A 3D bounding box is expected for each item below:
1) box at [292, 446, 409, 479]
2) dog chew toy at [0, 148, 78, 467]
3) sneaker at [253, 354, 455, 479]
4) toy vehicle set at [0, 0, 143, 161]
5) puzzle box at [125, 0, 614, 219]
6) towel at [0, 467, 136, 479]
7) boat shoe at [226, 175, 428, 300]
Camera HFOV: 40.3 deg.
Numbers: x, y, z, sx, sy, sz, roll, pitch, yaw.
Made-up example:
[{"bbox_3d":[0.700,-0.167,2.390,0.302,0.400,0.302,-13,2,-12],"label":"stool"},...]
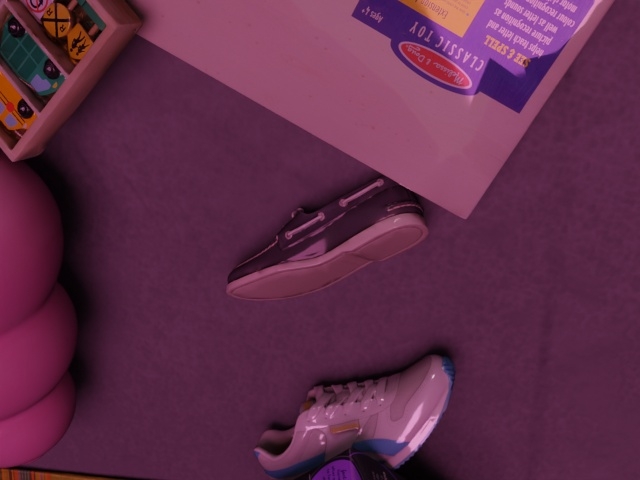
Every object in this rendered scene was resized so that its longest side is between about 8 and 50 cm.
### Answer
[{"bbox_3d":[0.068,0.335,0.807,0.143,0.165,0.270,-36,126,24],"label":"box"},{"bbox_3d":[-0.322,0.075,0.817,0.207,0.206,0.331,-2,121,12],"label":"dog chew toy"},{"bbox_3d":[0.032,0.177,0.844,0.229,0.087,0.092,-41,99,21],"label":"sneaker"},{"bbox_3d":[-0.283,-0.218,0.721,0.267,0.035,0.166,50,118,5],"label":"toy vehicle set"},{"bbox_3d":[0.010,-0.224,0.679,0.409,0.052,0.272,30,120,-1],"label":"puzzle box"},{"bbox_3d":[-0.275,0.311,0.997,0.237,0.021,0.102,2,114,10],"label":"towel"},{"bbox_3d":[0.000,0.000,0.801,0.206,0.075,0.065,-23,64,25],"label":"boat shoe"}]
